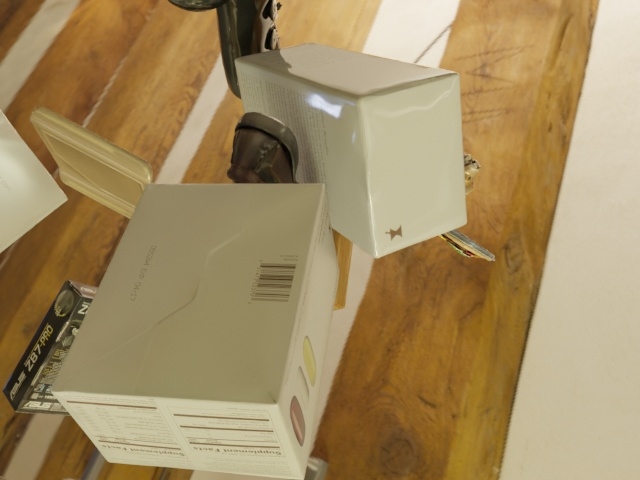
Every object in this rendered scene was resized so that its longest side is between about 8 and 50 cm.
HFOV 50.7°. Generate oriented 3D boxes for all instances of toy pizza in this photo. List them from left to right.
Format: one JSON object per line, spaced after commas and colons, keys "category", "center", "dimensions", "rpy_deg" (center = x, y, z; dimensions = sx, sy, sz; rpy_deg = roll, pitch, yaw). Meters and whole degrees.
{"category": "toy pizza", "center": [0.267, -0.009, 1.386], "dimensions": [0.032, 0.201, 0.201], "rpy_deg": [-57, -137, 8]}

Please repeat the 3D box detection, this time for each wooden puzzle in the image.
{"category": "wooden puzzle", "center": [-0.376, -0.123, 1.177], "dimensions": [0.221, 0.238, 0.044], "rpy_deg": [28, -113, 2]}

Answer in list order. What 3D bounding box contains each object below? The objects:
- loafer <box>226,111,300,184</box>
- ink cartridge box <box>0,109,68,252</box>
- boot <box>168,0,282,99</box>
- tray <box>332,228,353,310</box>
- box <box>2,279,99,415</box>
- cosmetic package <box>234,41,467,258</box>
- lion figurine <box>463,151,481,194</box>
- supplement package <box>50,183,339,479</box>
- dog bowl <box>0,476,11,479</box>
{"category": "loafer", "center": [-0.076, -0.053, 0.926], "dimensions": [0.109, 0.302, 0.095], "rpy_deg": [18, -113, 14]}
{"category": "ink cartridge box", "center": [-0.280, 0.009, 0.394], "dimensions": [0.154, 0.093, 0.212], "rpy_deg": [-5, -144, 45]}
{"category": "boot", "center": [-0.154, -0.397, 1.159], "dimensions": [0.146, 0.445, 0.367], "rpy_deg": [16, -115, 1]}
{"category": "tray", "center": [0.000, 0.000, 1.843], "dimensions": [0.203, 0.076, 0.410], "rpy_deg": [-19, -128, 44]}
{"category": "box", "center": [-0.538, 0.293, 1.707], "dimensions": [0.097, 0.395, 0.318], "rpy_deg": [36, -83, 37]}
{"category": "cosmetic package", "center": [0.029, -0.171, 1.080], "dimensions": [0.162, 0.230, 0.453], "rpy_deg": [-19, -152, -20]}
{"category": "lion figurine", "center": [0.225, -0.146, 1.715], "dimensions": [0.392, 0.240, 0.142], "rpy_deg": [-36, -158, -21]}
{"category": "supplement package", "center": [-0.102, 0.081, 0.684], "dimensions": [0.204, 0.145, 0.261], "rpy_deg": [1, -132, 11]}
{"category": "dog bowl", "center": [-0.787, 0.613, 1.374], "dimensions": [0.349, 0.102, 0.348], "rpy_deg": [-20, -147, 13]}
